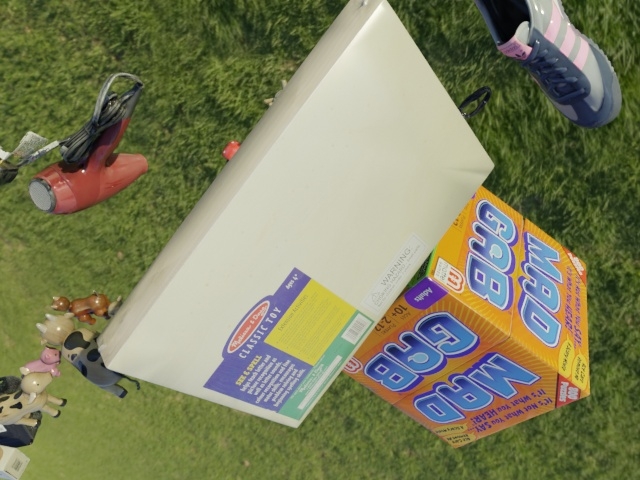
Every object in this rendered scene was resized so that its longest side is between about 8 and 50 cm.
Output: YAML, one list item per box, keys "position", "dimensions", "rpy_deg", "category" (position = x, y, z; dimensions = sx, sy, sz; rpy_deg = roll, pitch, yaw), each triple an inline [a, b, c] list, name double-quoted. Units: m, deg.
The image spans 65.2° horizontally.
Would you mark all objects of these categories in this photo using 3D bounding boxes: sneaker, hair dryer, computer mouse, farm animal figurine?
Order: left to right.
- position: [-0.535, 0.246, 1.072]
  dimensions: [0.327, 0.330, 0.172]
  rpy_deg: [5, 150, 22]
  category: "farm animal figurine"
- position: [-0.309, -0.113, 0.705]
  dimensions: [0.080, 0.224, 0.293]
  rpy_deg: [58, 175, -3]
  category: "hair dryer"
- position: [0.269, -0.278, 1.130]
  dimensions: [0.242, 0.041, 0.071]
  rpy_deg: [-27, 136, 21]
  category: "computer mouse"
- position: [0.337, -0.291, 0.777]
  dimensions: [0.319, 0.131, 0.112]
  rpy_deg: [53, 153, -4]
  category: "sneaker"

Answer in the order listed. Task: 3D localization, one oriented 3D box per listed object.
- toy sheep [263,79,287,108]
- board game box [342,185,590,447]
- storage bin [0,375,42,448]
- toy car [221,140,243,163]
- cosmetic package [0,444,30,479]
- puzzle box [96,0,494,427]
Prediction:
- position: [-0.073, -0.281, 1.086]
  dimensions: [0.091, 0.091, 0.132]
  rpy_deg: [12, 128, 23]
  category: "toy sheep"
- position: [0.295, 0.151, 1.077]
  dimensions: [0.356, 0.356, 0.356]
  rpy_deg: [36, 134, -5]
  category: "board game box"
- position: [-0.815, 0.446, 1.282]
  dimensions: [0.122, 0.084, 0.180]
  rpy_deg: [-10, 122, -5]
  category: "storage bin"
- position: [-0.106, -0.159, 1.257]
  dimensions: [0.053, 0.225, 0.238]
  rpy_deg: [23, 134, 65]
  category: "toy car"
- position: [-0.591, 0.389, 0.890]
  dimensions: [0.115, 0.041, 0.060]
  rpy_deg: [6, 138, 9]
  category: "cosmetic package"
- position: [0.000, 0.000, 0.536]
  dimensions: [0.272, 0.408, 0.052]
  rpy_deg: [38, 179, -43]
  category: "puzzle box"
